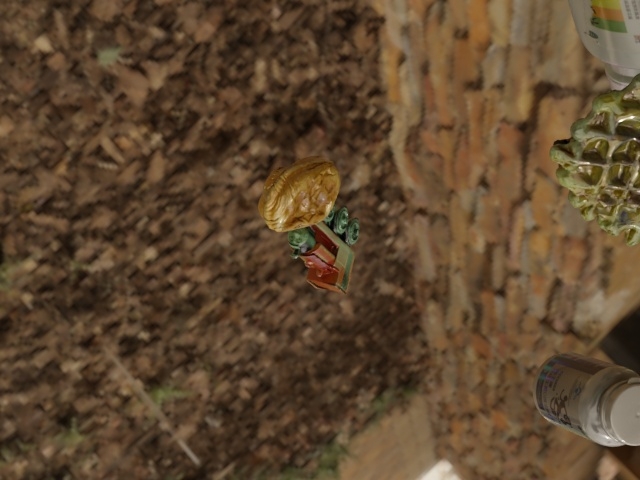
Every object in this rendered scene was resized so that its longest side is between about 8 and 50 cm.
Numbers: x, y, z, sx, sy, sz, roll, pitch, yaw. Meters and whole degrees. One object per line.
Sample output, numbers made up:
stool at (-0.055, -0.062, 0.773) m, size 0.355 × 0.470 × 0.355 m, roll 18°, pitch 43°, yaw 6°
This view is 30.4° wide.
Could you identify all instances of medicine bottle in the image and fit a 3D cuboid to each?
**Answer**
medicine bottle at (0.392, -0.312, 1.497) m, size 0.111 × 0.161 × 0.296 m, roll -49°, pitch 137°, yaw -18°
medicine bottle at (0.372, 0.214, 1.576) m, size 0.107 × 0.107 × 0.191 m, roll -40°, pitch -166°, yaw -11°

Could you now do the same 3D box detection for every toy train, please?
toy train at (0.000, 0.000, 1.739) m, size 0.176 × 0.074 × 0.118 m, roll 42°, pitch 59°, yaw -60°

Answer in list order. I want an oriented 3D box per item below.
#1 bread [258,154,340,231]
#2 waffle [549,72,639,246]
bread at (-0.023, -0.055, 1.342) m, size 0.111 × 0.044 × 0.083 m, roll -19°, pitch 133°, yaw -44°
waffle at (0.389, -0.098, 1.415) m, size 0.204 × 0.054 × 0.223 m, roll -35°, pitch 123°, yaw 17°
